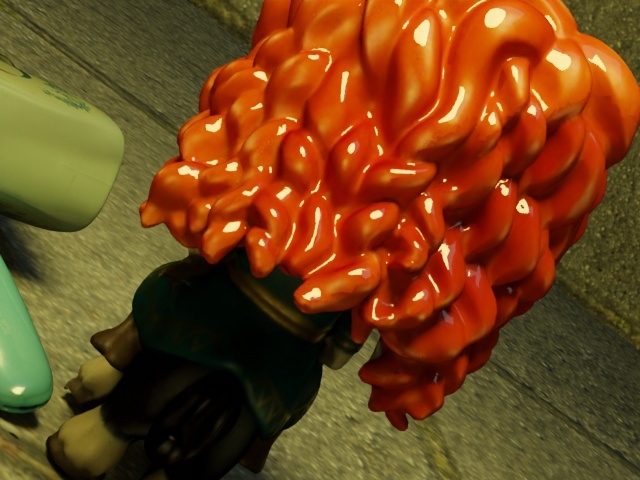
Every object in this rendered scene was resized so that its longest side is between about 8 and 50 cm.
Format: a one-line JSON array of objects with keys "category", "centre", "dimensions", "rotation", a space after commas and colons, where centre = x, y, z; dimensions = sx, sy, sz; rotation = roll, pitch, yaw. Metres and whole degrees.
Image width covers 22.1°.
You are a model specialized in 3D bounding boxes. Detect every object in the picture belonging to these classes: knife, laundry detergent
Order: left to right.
[{"category": "laundry detergent", "centre": [-0.295, -0.101, 1.135], "dimensions": [0.280, 0.105, 0.215], "rotation": [22, 1, -40]}, {"category": "knife", "centre": [-0.224, 0.036, 1.045], "dimensions": [0.064, 0.031, 0.222], "rotation": [0, 36, -34]}]

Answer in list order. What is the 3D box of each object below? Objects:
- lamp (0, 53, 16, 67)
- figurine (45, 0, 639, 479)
[{"category": "lamp", "centre": [-0.408, -0.220, 1.364], "dimensions": [0.371, 0.130, 0.108], "rotation": [54, 35, 3]}, {"category": "figurine", "centre": [-0.003, 0.004, 0.980], "dimensions": [0.241, 0.412, 0.306], "rotation": [47, 41, 7]}]
